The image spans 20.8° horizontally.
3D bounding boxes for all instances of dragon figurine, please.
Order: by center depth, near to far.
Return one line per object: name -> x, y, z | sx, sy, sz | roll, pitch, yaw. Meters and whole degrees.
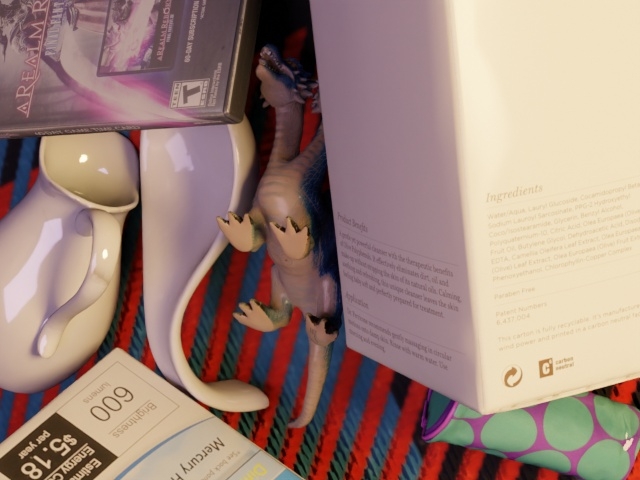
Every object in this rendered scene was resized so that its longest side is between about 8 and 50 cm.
dragon figurine -> 0.000, 0.000, 1.281 | 0.085, 0.144, 0.289 | 5, 126, 30

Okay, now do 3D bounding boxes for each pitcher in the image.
pitcher -> -0.210, 0.033, 1.380 | 0.125, 0.177, 0.207 | 16, 118, -21

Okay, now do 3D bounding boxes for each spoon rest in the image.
spoon rest -> -0.094, 0.004, 1.334 | 0.137, 0.084, 0.276 | 17, 116, 51

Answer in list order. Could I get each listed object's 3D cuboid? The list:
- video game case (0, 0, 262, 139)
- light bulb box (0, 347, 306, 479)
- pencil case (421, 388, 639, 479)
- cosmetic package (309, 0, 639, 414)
video game case -> -0.161, -0.174, 1.310 | 0.274, 0.026, 0.196 | -1, 73, 32
light bulb box -> -0.136, 0.336, 1.283 | 0.361, 0.358, 0.225 | 32, 140, 20
pencil case -> 0.144, 0.125, 1.196 | 0.070, 0.152, 0.064 | 141, 142, -59
cosmetic package -> 0.101, -0.097, 1.104 | 0.197, 0.155, 0.365 | -156, 58, -62
